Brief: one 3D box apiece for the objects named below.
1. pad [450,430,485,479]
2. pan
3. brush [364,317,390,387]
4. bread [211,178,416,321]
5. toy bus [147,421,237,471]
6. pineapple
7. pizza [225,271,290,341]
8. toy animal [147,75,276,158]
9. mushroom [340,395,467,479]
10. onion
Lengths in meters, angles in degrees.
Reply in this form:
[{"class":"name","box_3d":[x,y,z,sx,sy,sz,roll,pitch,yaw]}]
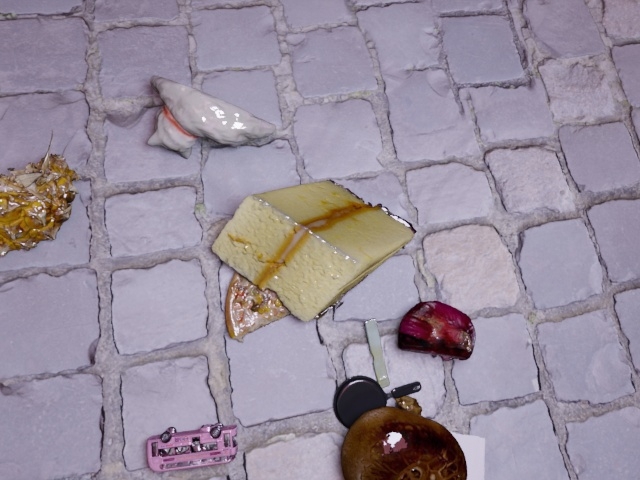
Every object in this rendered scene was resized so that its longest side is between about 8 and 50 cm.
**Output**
[{"class":"pad","box_3d":[0.332,0.600,1.073,0.156,0.004,0.232,11,74,-3]},{"class":"pan","box_3d":[0.148,0.397,1.087,0.235,0.028,0.136,-13,86,-10]},{"class":"brush","box_3d":[0.144,0.292,1.124,0.033,0.030,0.179,-11,87,-16]},{"class":"bread","box_3d":[0.000,0.000,1.164,0.345,0.242,0.405,43,34,14]},{"class":"toy bus","box_3d":[-0.295,0.479,1.006,0.203,0.063,0.090,-5,79,-6]},{"class":"pineapple","box_3d":[-0.713,-0.082,1.056,0.161,0.158,0.334,43,74,5]},{"class":"pizza","box_3d":[-0.146,0.167,1.111,0.195,0.052,0.185,1,78,-6]},{"class":"toy animal","box_3d":[-0.298,-0.298,1.173,0.307,0.266,0.188,21,87,-44]},{"class":"mushroom","box_3d":[0.195,0.508,0.995,0.297,0.163,0.278,18,76,-9]},{"class":"onion","box_3d":[0.302,0.223,1.058,0.195,0.218,0.140,20,74,-8]}]
